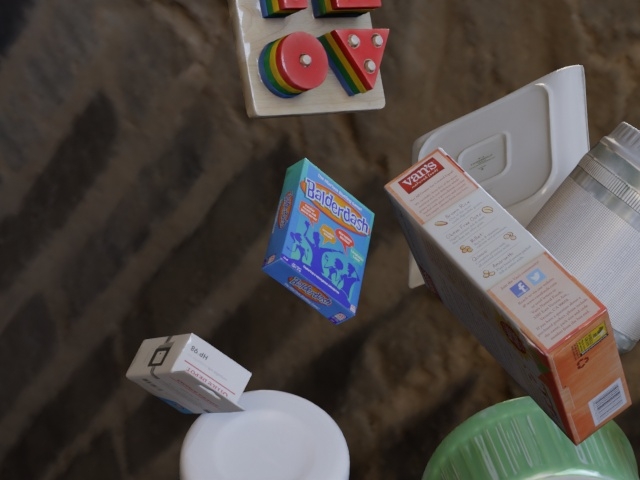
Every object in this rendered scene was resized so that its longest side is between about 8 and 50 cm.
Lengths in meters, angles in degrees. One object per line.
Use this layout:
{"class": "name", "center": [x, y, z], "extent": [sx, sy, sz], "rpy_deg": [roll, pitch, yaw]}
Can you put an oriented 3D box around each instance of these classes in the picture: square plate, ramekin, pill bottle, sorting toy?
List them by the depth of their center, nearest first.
{"class": "ramekin", "center": [0.291, 0.370, 1.863], "extent": [0.303, 0.303, 0.148], "rpy_deg": [-52, -158, 17]}
{"class": "pill bottle", "center": [-0.083, 0.420, 2.001], "extent": [0.407, 0.229, 0.229], "rpy_deg": [94, 14, -44]}
{"class": "sorting toy", "center": [-0.004, -0.325, 2.164], "extent": [0.089, 0.257, 0.255], "rpy_deg": [-13, -94, 52]}
{"class": "square plate", "center": [0.281, -0.117, 2.323], "extent": [0.347, 0.049, 0.344], "rpy_deg": [-25, -141, 29]}

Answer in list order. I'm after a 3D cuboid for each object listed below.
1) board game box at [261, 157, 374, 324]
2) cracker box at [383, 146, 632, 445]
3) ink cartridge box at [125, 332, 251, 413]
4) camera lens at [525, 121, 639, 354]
{"class": "board game box", "center": [0.000, 0.000, 2.156], "extent": [0.047, 0.160, 0.210], "rpy_deg": [-30, -145, 38]}
{"class": "cracker box", "center": [0.158, 0.045, 1.200], "extent": [0.067, 0.155, 0.232], "rpy_deg": [-36, -129, -7]}
{"class": "ink cartridge box", "center": [-0.163, 0.174, 1.829], "extent": [0.180, 0.104, 0.060], "rpy_deg": [-12, -134, 57]}
{"class": "camera lens", "center": [0.407, 0.003, 1.946], "extent": [0.274, 0.219, 0.219], "rpy_deg": [-52, -169, 9]}
